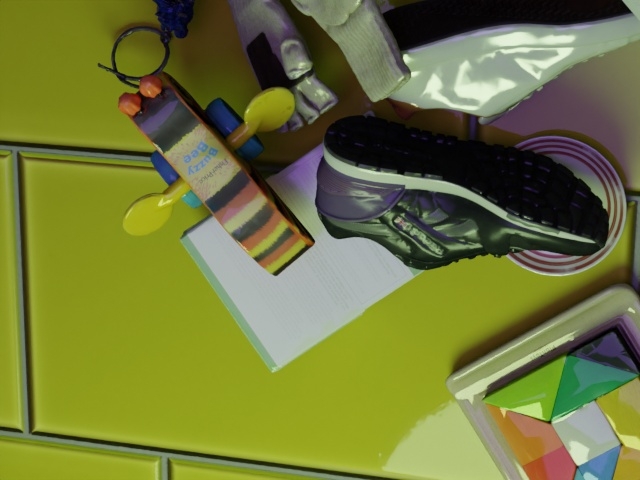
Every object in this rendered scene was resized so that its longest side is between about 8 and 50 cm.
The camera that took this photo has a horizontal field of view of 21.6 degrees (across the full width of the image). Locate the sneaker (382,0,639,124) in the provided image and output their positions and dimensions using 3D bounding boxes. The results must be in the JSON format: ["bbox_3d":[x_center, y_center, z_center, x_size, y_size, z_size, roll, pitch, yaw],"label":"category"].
[{"bbox_3d":[0.193,-0.181,1.580,0.290,0.106,0.123,-9,133,14],"label":"sneaker"}]

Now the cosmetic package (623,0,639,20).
[{"bbox_3d":[0.335,-0.290,1.408,0.224,0.138,0.224,49,154,-1],"label":"cosmetic package"}]

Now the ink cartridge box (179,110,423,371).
[{"bbox_3d":[0.000,0.000,1.701,0.235,0.056,0.171,-34,94,5],"label":"ink cartridge box"}]

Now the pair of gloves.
[{"bbox_3d":[-0.021,-0.211,1.579,0.240,0.042,0.204,-14,102,60],"label":"pair of gloves"}]

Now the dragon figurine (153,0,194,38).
[{"bbox_3d":[-0.199,-0.307,1.594,0.144,0.085,0.289,8,149,22],"label":"dragon figurine"}]

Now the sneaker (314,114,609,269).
[{"bbox_3d":[0.134,-0.025,1.619,0.283,0.107,0.124,17,129,9],"label":"sneaker"}]

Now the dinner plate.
[{"bbox_3d":[0.228,-0.034,1.637,0.141,0.017,0.141,5,106,17],"label":"dinner plate"}]

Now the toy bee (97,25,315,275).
[{"bbox_3d":[-0.136,-0.090,1.615,0.298,0.162,0.195,29,91,17],"label":"toy bee"}]

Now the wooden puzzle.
[{"bbox_3d":[0.271,0.189,1.672,0.221,0.044,0.238,-32,94,23],"label":"wooden puzzle"}]
